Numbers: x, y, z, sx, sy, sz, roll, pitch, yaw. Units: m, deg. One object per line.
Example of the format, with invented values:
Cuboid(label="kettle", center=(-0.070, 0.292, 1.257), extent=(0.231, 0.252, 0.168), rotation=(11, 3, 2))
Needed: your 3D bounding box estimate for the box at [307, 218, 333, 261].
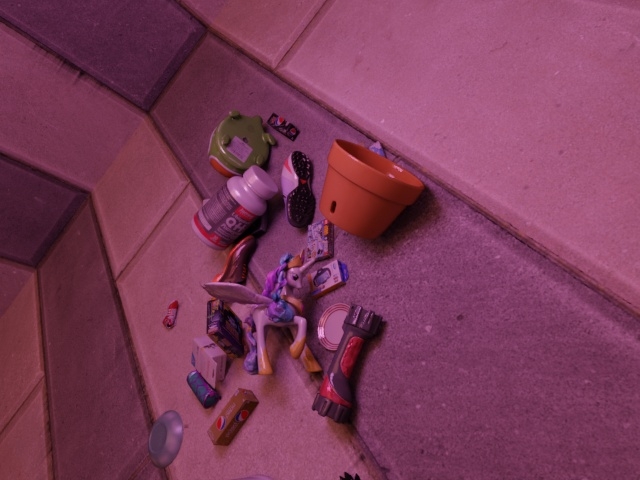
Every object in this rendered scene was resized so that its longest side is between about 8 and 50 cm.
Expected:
Cuboid(label="box", center=(0.000, 0.000, 1.533), extent=(0.094, 0.027, 0.136), rotation=(-19, 57, 35))

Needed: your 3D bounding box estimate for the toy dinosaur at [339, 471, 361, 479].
Cuboid(label="toy dinosaur", center=(0.044, 0.688, 1.080), extent=(0.322, 0.164, 0.218), rotation=(7, 88, 24))

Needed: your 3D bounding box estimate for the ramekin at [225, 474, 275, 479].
Cuboid(label="ramekin", center=(-0.218, 0.784, 1.233), extent=(0.277, 0.135, 0.277), rotation=(-20, 56, 33))

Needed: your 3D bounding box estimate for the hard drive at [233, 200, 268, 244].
Cuboid(label="hard drive", center=(-0.279, -0.115, 1.819), extent=(0.172, 0.054, 0.254), rotation=(-26, 53, 29))

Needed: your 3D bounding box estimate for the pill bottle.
Cuboid(label="pill bottle", center=(-0.311, -0.123, 1.685), extent=(0.318, 0.176, 0.176), rotation=(-42, 47, 17))

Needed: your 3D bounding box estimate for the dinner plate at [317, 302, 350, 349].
Cuboid(label="dinner plate", center=(0.051, 0.256, 1.360), extent=(0.141, 0.017, 0.141), rotation=(-19, 57, 32))

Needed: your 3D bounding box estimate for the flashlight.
Cuboid(label="flashlight", center=(0.080, 0.332, 1.243), extent=(0.103, 0.103, 0.303), rotation=(1, 63, 64))

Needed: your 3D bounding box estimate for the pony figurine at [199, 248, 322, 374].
Cuboid(label="pony figurine", center=(-0.160, 0.225, 1.414), extent=(0.351, 0.303, 0.363), rotation=(-12, 74, 26))

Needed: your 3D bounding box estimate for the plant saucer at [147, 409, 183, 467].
Cuboid(label="plant saucer", center=(-0.571, 0.711, 1.651), extent=(0.195, 0.037, 0.194), rotation=(-20, 55, 32))

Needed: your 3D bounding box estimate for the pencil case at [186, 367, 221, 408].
Cuboid(label="pencil case", center=(-0.409, 0.513, 1.594), extent=(0.152, 0.065, 0.070), rotation=(30, 105, 45))

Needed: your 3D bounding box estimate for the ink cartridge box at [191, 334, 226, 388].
Cuboid(label="ink cartridge box", center=(-0.381, 0.420, 1.595), extent=(0.181, 0.062, 0.104), rotation=(26, 114, 46))

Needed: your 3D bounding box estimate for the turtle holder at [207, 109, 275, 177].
Cuboid(label="turtle holder", center=(-0.350, -0.404, 1.907), extent=(0.227, 0.244, 0.320), rotation=(-31, 58, 48))

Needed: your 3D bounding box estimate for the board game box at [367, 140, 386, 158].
Cuboid(label="board game box", center=(0.173, -0.273, 1.530), extent=(0.090, 0.020, 0.090), rotation=(-32, 51, 25))

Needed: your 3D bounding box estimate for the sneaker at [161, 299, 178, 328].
Cuboid(label="sneaker", center=(-0.614, 0.308, 1.897), extent=(0.067, 0.042, 0.118), rotation=(32, 98, 50))

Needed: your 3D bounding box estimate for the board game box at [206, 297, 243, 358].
Cuboid(label="board game box", center=(-0.311, 0.285, 1.502), extent=(0.048, 0.170, 0.141), rotation=(-21, 45, 7))

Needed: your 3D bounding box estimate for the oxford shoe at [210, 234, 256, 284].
Cuboid(label="oxford shoe", center=(-0.307, 0.109, 1.720), extent=(0.098, 0.097, 0.271), rotation=(30, 86, 18))

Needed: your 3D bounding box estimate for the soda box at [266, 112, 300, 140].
Cuboid(label="soda box", center=(-0.156, -0.471, 1.895), extent=(0.053, 0.060, 0.169), rotation=(-53, 44, 5))

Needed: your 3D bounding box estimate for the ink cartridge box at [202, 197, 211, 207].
Cuboid(label="ink cartridge box", center=(-0.422, -0.127, 1.932), extent=(0.180, 0.060, 0.104), rotation=(-4, 79, 40))

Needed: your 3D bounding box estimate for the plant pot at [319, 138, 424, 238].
Cuboid(label="plant pot", center=(0.127, -0.140, 1.341), extent=(0.291, 0.291, 0.203), rotation=(49, 120, 44))

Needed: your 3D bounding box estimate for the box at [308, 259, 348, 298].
Cuboid(label="box", center=(0.024, 0.119, 1.449), extent=(0.136, 0.028, 0.081), rotation=(-32, 50, 27))

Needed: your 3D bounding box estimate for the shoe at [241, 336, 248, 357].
Cuboid(label="shoe", center=(-0.317, 0.352, 1.612), extent=(0.219, 0.058, 0.076), rotation=(25, 65, 42))

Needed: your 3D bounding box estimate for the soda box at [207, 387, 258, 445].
Cuboid(label="soda box", center=(-0.278, 0.561, 1.455), extent=(0.181, 0.061, 0.058), rotation=(-54, 45, 4))

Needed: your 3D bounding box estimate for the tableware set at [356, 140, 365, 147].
Cuboid(label="tableware set", center=(0.115, -0.243, 1.546), extent=(0.141, 0.020, 0.168), rotation=(-41, 46, 34))

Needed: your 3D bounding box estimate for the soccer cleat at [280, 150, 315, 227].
Cuboid(label="soccer cleat", center=(-0.093, -0.173, 1.669), extent=(0.116, 0.109, 0.318), rotation=(-38, 46, 48))
